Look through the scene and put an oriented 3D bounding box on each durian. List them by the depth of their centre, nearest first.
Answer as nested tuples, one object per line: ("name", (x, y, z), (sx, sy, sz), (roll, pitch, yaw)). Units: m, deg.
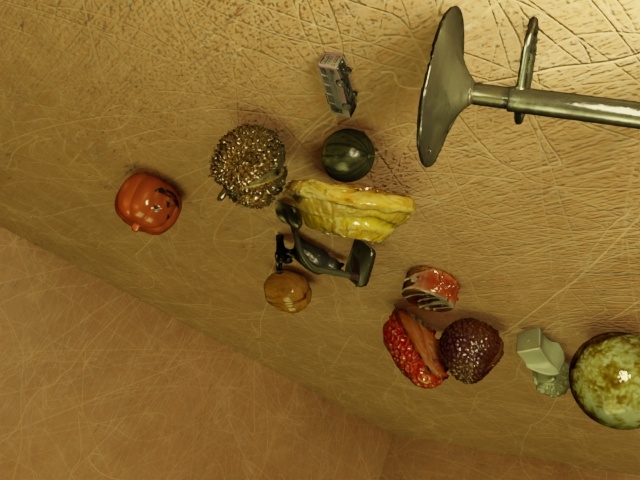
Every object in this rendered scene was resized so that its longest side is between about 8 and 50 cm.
("durian", (-0.158, -0.149, 1.368), (0.167, 0.196, 0.196), (11, 156, 40))

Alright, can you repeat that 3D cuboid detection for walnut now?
("walnut", (-0.111, 0.167, 2.119), (0.144, 0.144, 0.180), (37, 157, -32))

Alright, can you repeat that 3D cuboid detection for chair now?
("chair", (0.346, -0.168, 0.833), (0.400, 0.227, 0.226), (14, 156, 20))

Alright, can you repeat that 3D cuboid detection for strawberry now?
("strawberry", (0.298, 0.363, 1.997), (0.150, 0.280, 0.253), (-43, 139, 20))

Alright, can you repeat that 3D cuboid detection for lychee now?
("lychee", (0.435, 0.314, 1.882), (0.188, 0.188, 0.188), (19, 157, 8))

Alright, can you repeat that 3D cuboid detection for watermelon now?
("watermelon", (0.064, -0.166, 1.253), (0.133, 0.105, 0.105), (3, 151, 39))

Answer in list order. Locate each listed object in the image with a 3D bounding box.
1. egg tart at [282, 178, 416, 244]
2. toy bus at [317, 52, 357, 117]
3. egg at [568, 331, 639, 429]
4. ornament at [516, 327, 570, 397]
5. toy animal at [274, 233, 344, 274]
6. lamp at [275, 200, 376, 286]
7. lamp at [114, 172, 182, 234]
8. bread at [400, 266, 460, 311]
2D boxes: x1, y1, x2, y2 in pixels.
("egg tart", (0.055, -0.061, 1.348), (0.290, 0.115, 0.290), (9, -179, 0))
("toy bus", (0.031, -0.272, 1.134), (0.052, 0.037, 0.131), (15, 156, 21))
("egg", (0.750, 0.348, 1.610), (0.238, 0.238, 0.289), (12, 180, 23))
("ornament", (0.656, 0.362, 1.860), (0.120, 0.130, 0.285), (-8, 145, 29))
("toy animal", (-0.027, 0.033, 1.847), (0.210, 0.121, 0.117), (7, 113, -6))
("lamp", (-0.005, 0.005, 1.670), (0.283, 0.125, 0.203), (27, -172, -25))
("lamp", (-0.499, -0.096, 1.847), (0.187, 0.164, 0.188), (20, 160, 8))
("bread", (0.300, 0.136, 1.750), (0.160, 0.073, 0.160), (19, 157, 9))
